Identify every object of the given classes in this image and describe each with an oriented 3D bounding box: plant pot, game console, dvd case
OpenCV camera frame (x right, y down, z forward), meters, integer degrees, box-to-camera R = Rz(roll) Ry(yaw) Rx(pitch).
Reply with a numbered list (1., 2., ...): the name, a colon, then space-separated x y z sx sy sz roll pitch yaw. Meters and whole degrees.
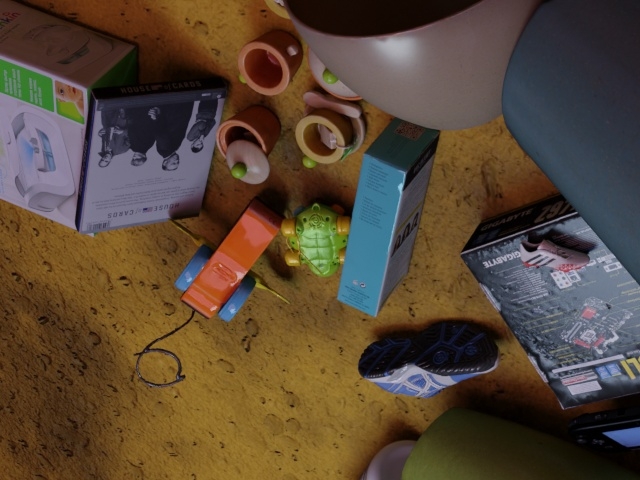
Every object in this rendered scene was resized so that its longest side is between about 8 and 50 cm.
1. plant pot: 0.260 0.359 1.657 0.294 0.275 0.274 34 137 27
2. plant pot: 0.361 -0.090 1.131 0.334 0.341 0.341 49 145 36
3. game console: 0.476 0.218 1.476 0.361 0.044 0.213 -16 137 38
4. dvd case: -0.228 -0.111 1.657 0.029 0.179 0.238 61 147 35
5. plant pot: 0.126 -0.224 1.274 0.284 0.284 0.191 3 139 31

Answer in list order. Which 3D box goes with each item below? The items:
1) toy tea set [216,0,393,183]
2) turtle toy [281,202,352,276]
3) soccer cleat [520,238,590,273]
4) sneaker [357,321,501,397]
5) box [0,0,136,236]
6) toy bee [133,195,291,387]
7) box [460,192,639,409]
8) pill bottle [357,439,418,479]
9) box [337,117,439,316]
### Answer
1. toy tea set: -0.033 -0.177 1.500 0.200 0.124 0.336 30 134 9
2. turtle toy: 0.000 0.000 1.657 0.095 0.066 0.130 -1 128 6
3. soccer cleat: 0.265 0.016 1.419 0.083 0.029 0.035 5 130 35
4. sneaker: 0.156 0.167 1.694 0.211 0.080 0.081 -9 139 38
5. box: -0.380 -0.173 1.730 0.231 0.126 0.262 22 134 15
6. toy bee: -0.153 0.044 1.752 0.298 0.162 0.195 -31 103 16
7. box: 0.361 0.053 1.460 0.322 0.079 0.257 -23 111 42
8. pill bottle: 0.101 0.427 1.865 0.153 0.153 0.264 33 136 7
9. box: 0.082 -0.027 1.559 0.060 0.100 0.244 24 133 16
